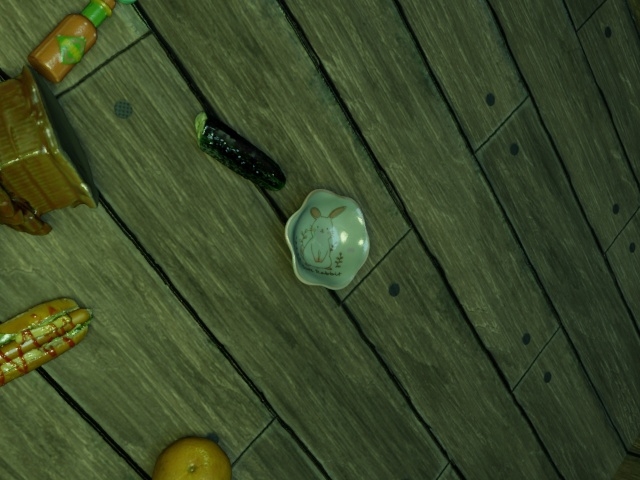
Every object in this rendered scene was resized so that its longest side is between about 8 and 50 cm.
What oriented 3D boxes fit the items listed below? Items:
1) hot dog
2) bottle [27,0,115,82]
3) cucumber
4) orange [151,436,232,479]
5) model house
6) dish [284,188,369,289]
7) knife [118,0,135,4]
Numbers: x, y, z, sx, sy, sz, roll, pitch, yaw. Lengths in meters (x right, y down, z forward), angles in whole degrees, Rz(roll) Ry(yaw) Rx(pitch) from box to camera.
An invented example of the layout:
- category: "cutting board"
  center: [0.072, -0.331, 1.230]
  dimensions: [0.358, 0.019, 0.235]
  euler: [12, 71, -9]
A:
- category: "hot dog"
  center: [-0.514, 0.180, 1.195]
  dimensions: [0.250, 0.076, 0.104]
  euler: [-27, 107, -28]
- category: "bottle"
  center: [-0.433, -0.367, 1.213]
  dimensions: [0.069, 0.069, 0.187]
  euler: [43, 70, -29]
- category: "cucumber"
  center: [-0.161, -0.173, 1.413]
  dimensions: [0.241, 0.074, 0.074]
  euler: [33, 75, -33]
- category: "orange"
  center: [-0.254, 0.471, 1.357]
  dimensions: [0.159, 0.159, 0.136]
  euler: [-35, 156, -27]
- category: "model house"
  center: [-0.518, -0.131, 1.127]
  dimensions: [0.229, 0.199, 0.219]
  euler: [-20, 63, -9]
- category: "dish"
  center: [0.000, 0.000, 1.533]
  dimensions: [0.230, 0.081, 0.229]
  euler: [0, 90, -34]
- category: "knife"
  center: [-0.413, -0.551, 1.238]
  dimensions: [0.063, 0.035, 0.260]
  euler: [-45, 113, -28]
